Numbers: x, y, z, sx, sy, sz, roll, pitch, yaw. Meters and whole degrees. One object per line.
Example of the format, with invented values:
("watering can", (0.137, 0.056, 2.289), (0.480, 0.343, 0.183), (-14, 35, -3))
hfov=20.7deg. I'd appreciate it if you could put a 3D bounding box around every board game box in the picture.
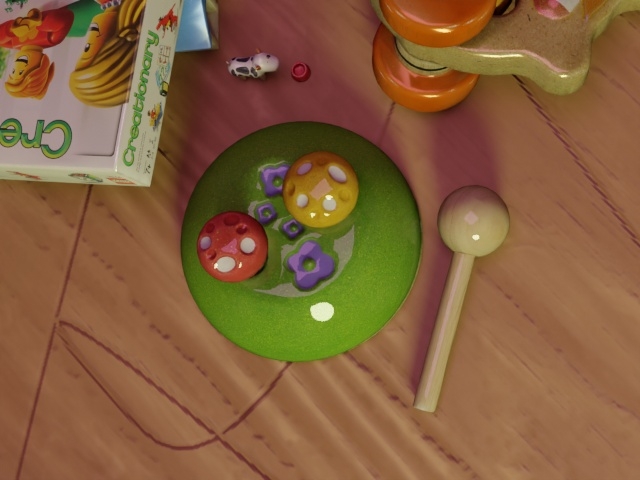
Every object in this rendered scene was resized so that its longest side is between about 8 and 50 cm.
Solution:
("board game box", (-0.251, -0.145, 1.335), (0.305, 0.053, 0.193), (3, 79, 27))

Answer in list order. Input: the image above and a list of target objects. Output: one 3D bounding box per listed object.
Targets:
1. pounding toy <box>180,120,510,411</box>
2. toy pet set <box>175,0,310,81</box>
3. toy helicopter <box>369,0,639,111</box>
("pounding toy", (0.000, 0.000, 1.259), (0.237, 0.110, 0.183), (21, 83, 15))
("toy pet set", (-0.068, -0.184, 1.336), (0.114, 0.065, 0.122), (-4, 77, 11))
("toy helicopter", (0.205, -0.215, 1.275), (0.355, 0.140, 0.235), (6, 70, 2))
